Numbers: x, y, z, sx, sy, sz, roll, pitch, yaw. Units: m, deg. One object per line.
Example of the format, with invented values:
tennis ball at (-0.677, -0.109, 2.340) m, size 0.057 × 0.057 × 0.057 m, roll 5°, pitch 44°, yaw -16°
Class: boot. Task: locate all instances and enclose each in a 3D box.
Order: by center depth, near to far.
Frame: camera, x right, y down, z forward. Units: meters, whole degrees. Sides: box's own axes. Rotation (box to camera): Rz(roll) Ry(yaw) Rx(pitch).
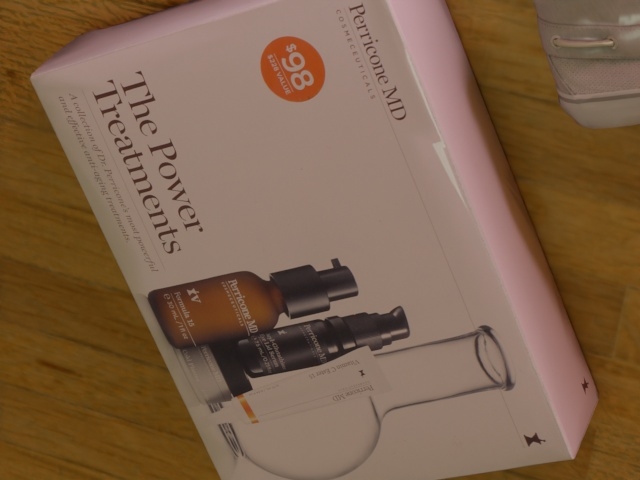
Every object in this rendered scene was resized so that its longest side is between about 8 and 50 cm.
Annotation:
boot at (0.248, -0.149, 1.084) m, size 0.258 × 0.095 × 0.123 m, roll -10°, pitch 120°, yaw 29°

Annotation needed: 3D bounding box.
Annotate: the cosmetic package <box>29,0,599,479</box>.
cosmetic package at (0.000, 0.000, 1.278) m, size 0.284 × 0.097 × 0.377 m, roll -15°, pitch 111°, yaw 26°
